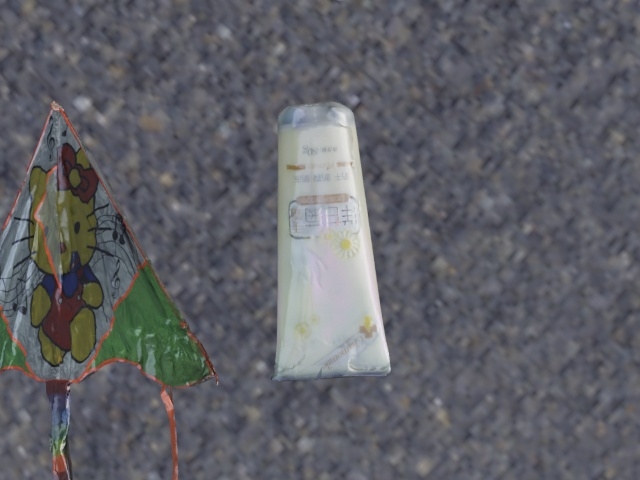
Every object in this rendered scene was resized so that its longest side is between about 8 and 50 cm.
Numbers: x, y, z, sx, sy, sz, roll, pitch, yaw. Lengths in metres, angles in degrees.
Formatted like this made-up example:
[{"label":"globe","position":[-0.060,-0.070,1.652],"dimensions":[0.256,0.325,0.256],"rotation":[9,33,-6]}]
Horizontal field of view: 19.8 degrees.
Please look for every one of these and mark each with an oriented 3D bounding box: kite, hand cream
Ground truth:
[{"label":"kite","position":[-0.094,0.071,0.650],"dimensions":[0.006,0.198,0.244],"rotation":[4,79,-39]},{"label":"hand cream","position":[0.000,0.000,0.936],"dimensions":[0.061,0.039,0.143],"rotation":[-4,87,-6]}]
